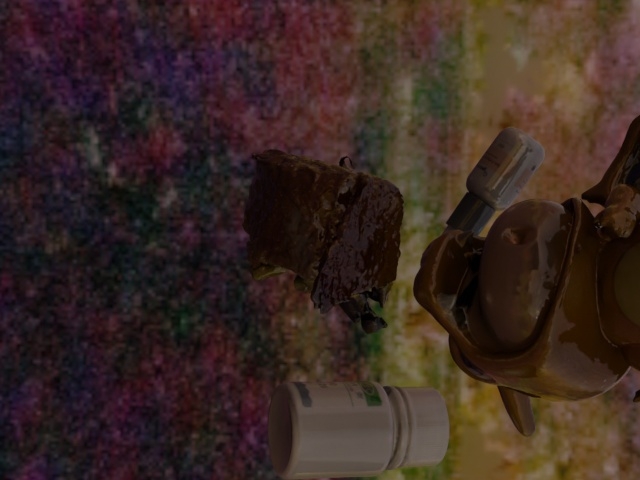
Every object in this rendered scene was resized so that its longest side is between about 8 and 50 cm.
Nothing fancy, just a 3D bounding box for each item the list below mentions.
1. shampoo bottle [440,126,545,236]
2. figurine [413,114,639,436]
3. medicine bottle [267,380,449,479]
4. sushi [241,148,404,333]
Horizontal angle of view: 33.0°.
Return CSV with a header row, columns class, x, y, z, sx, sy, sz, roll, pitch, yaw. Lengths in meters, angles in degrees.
class,x,y,z,sx,sy,sz,roll,pitch,yaw
shampoo bottle,0.232,-0.066,1.505,0.192,0.074,0.074,-53,172,4
figurine,0.335,0.086,1.188,0.268,0.387,0.400,-30,100,-49
medicine bottle,0.053,0.265,1.530,0.139,0.237,0.139,180,-90,-71
sushi,0.000,0.000,1.127,0.296,0.167,0.179,25,-75,59
